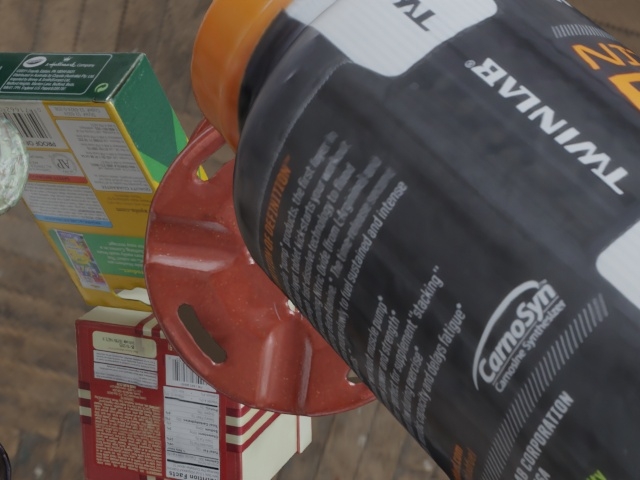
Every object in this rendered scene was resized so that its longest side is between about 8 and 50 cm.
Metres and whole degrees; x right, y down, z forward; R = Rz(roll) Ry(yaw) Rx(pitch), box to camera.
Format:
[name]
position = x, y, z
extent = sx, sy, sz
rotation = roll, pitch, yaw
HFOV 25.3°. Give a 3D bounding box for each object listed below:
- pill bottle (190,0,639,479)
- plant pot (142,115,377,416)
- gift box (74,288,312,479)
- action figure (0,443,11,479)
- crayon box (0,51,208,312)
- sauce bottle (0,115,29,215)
[pill bottle]
position = 0.060, 0.000, 0.429
extent = 0.246, 0.130, 0.130
rotation = 46, 114, 32
[plant pot]
position = 0.000, 0.000, 1.005
extent = 0.272, 0.265, 0.273
rotation = 1, 96, 6
[gift box]
position = -0.136, 0.154, 1.780
extent = 0.255, 0.258, 0.276
rotation = 11, 108, 18
[action figure]
position = -0.243, 0.093, 0.431
extent = 0.275, 0.164, 0.141
rotation = -9, 67, 1
[crayon box]
position = -0.225, -0.057, 1.540
extent = 0.203, 0.083, 0.323
rotation = 5, 138, 30
[sauce bottle]
position = -0.441, -0.077, 1.439
extent = 0.344, 0.111, 0.111
rotation = 2, 114, 39
